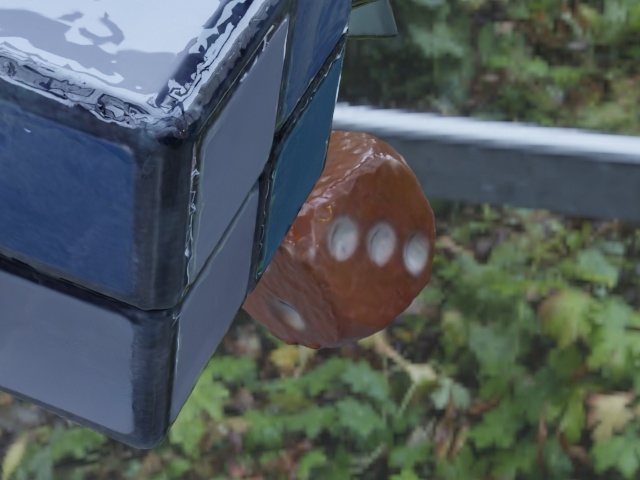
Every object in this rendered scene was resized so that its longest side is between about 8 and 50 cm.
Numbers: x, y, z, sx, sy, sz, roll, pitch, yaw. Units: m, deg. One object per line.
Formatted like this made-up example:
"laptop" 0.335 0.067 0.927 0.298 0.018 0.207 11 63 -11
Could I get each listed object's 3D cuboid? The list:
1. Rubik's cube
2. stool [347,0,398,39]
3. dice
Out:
"Rubik's cube" -0.173 -0.108 1.005 0.313 0.316 0.318 21 48 9
"stool" 0.081 -0.307 1.502 0.244 0.170 0.270 -13 -1 33
"dice" 0.000 0.000 1.575 0.175 0.179 0.174 10 42 45
